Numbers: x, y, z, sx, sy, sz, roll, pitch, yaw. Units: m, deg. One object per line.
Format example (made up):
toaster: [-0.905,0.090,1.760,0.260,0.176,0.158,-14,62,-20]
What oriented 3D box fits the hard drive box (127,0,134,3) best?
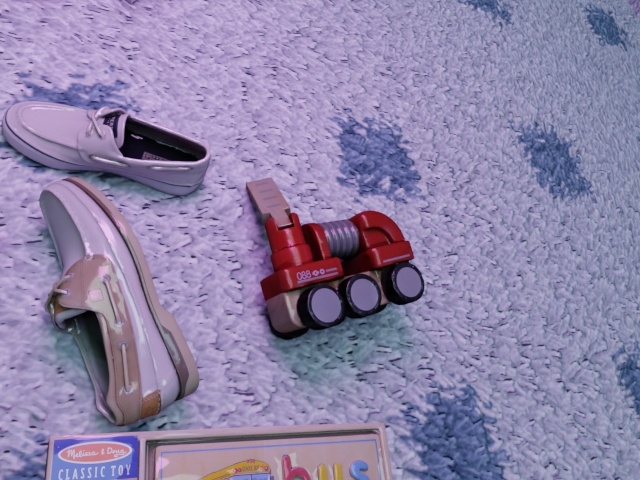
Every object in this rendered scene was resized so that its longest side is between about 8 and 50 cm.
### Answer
hard drive box: [-0.257,-0.529,0.939,0.089,0.181,0.232,38,53,-6]

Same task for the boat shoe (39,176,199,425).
boat shoe: [-0.255,0.063,0.657,0.103,0.113,0.302,-25,79,-42]

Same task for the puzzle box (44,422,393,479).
puzzle box: [-0.090,0.346,0.630,0.408,0.052,0.272,6,61,-26]

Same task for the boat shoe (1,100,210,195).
boat shoe: [-0.279,-0.135,0.768,0.267,0.088,0.096,19,57,-18]

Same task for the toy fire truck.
toy fire truck: [0.000,0.000,0.827,0.216,0.158,0.247,-12,80,-32]
